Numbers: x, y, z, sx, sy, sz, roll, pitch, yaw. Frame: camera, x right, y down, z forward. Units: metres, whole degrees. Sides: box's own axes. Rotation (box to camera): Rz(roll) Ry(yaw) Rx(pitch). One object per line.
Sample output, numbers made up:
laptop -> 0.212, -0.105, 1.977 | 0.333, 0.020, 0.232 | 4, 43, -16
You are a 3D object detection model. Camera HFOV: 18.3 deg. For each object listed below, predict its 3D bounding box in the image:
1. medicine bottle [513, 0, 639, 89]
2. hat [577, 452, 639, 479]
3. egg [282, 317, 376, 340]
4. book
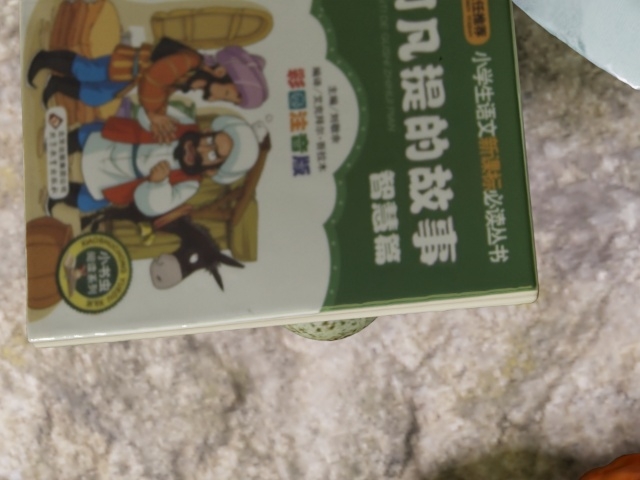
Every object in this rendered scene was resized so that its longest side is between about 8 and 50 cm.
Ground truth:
medicine bottle -> 0.231, -0.203, 0.906 | 0.245, 0.245, 0.290 | 26, 108, -5
hat -> 0.215, 0.201, 1.093 | 0.400, 0.285, 0.285 | 18, 112, 26
egg -> 0.000, 0.000, 1.080 | 0.085, 0.085, 0.110 | -14, 97, 9
book -> -0.026, -0.054, 1.039 | 0.264, 0.027, 0.202 | -5, 73, 7
